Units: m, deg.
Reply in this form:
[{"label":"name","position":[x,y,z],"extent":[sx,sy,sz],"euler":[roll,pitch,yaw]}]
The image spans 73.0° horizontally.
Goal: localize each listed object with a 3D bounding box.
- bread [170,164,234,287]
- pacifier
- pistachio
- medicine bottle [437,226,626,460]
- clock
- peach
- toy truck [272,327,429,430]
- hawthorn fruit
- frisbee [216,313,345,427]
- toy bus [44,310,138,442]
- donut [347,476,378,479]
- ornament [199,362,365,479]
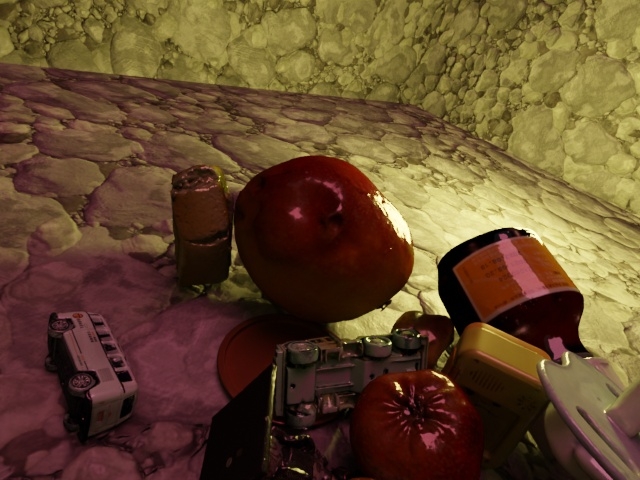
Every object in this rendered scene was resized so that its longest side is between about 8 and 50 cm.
[{"label":"bread","position":[-0.230,-0.027,0.857],"extent":[0.123,0.257,0.186],"euler":[-3,55,-15]},{"label":"pacifier","position":[0.394,0.202,0.506],"extent":[0.287,0.226,0.238],"euler":[9,33,-44]},{"label":"pistachio","position":[0.197,0.186,0.850],"extent":[0.110,0.100,0.189],"euler":[36,36,24]},{"label":"medicine bottle","position":[0.390,0.186,0.811],"extent":[0.242,0.243,0.395],"euler":[1,53,-25]},{"label":"clock","position":[0.257,0.244,0.683],"extent":[0.143,0.203,0.096],"euler":[27,33,17]},{"label":"peach","position":[0.002,-0.001,0.821],"extent":[0.373,0.290,0.372],"euler":[47,5,-5]},{"label":"toy truck","position":[0.040,0.208,0.705],"extent":[0.259,0.129,0.135],"euler":[-2,8,-26]},{"label":"hawthorn fruit","position":[0.135,0.279,0.600],"extent":[0.178,0.201,0.179],"euler":[-8,47,9]},{"label":"frisbee","position":[-0.054,0.217,0.755],"extent":[0.250,0.021,0.251],"euler":[12,31,-8]},{"label":"toy bus","position":[-0.331,0.179,0.619],"extent":[0.088,0.087,0.194],"euler":[-5,35,-44]},{"label":"donut","position":[0.045,0.353,0.489],"extent":[0.151,0.058,0.152],"euler":[11,61,-22]},{"label":"ornament","position":[-0.037,0.305,0.569],"extent":[0.196,0.153,0.166],"euler":[34,26,-19]}]
